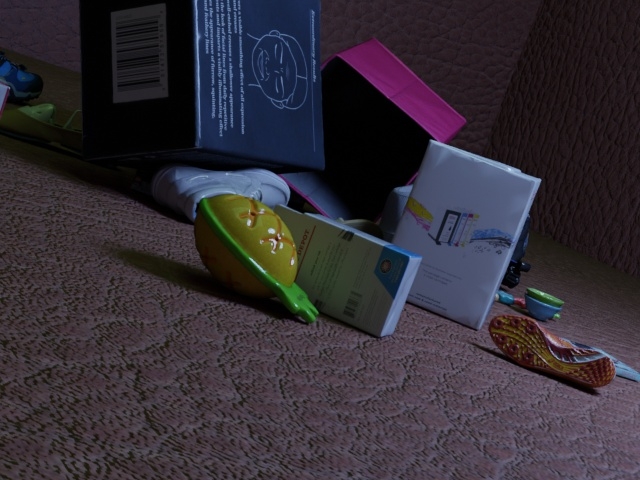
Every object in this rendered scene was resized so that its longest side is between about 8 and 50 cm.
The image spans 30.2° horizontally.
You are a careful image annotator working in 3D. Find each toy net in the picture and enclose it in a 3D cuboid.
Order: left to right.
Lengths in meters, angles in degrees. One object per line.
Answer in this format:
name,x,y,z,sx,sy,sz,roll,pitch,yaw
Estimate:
toy net,0.314,0.082,2.090,0.232,0.045,0.122,22,8,15

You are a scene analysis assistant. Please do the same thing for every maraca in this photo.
maraca,-0.070,0.021,1.332,0.186,0.099,0.127,47,10,0

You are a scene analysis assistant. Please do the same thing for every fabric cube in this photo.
fabric cube,0.081,-0.196,2.223,0.259,0.254,0.258,41,24,2

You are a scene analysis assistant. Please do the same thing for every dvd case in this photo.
dvd case,0.422,0.180,1.800,0.087,0.013,0.119,18,9,-20

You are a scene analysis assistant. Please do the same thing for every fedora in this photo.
fedora,0.199,-0.028,2.061,0.275,0.124,0.244,6,11,-13

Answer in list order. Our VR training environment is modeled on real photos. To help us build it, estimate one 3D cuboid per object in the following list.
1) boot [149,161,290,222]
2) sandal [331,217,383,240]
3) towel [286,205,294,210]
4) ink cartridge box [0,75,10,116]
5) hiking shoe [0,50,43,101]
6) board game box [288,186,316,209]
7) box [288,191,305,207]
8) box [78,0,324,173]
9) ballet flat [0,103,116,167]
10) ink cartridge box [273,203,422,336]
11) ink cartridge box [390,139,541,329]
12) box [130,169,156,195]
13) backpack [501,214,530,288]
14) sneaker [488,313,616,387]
boot,-0.123,-0.052,1.779,0.258,0.095,0.123,2,24,-43
sandal,0.003,-0.006,1.728,0.079,0.088,0.240,31,17,28
towel,-0.090,-0.050,2.024,0.119,0.029,0.067,14,10,-41
ink cartridge box,-0.487,-0.191,1.695,0.056,0.099,0.135,17,9,-21
hiking shoe,-0.653,-0.354,2.300,0.113,0.132,0.304,26,9,37
board game box,-0.018,-0.116,2.302,0.201,0.035,0.136,36,24,-15
box,-0.181,-0.142,2.319,0.216,0.060,0.270,27,10,38
box,-0.174,-0.259,1.850,0.212,0.294,0.395,-4,-4,28
ballet flat,-0.424,-0.185,1.928,0.232,0.073,0.080,17,8,-23
ink cartridge box,0.018,0.033,1.421,0.180,0.104,0.060,23,8,18
ink cartridge box,0.207,-0.013,1.762,0.168,0.233,0.171,22,7,10
box,-0.248,-0.087,1.872,0.094,0.027,0.137,18,8,-9
backpack,0.286,-0.041,2.352,0.276,0.213,0.263,18,-3,3
sneaker,0.300,0.152,1.560,0.175,0.064,0.067,26,-12,7
